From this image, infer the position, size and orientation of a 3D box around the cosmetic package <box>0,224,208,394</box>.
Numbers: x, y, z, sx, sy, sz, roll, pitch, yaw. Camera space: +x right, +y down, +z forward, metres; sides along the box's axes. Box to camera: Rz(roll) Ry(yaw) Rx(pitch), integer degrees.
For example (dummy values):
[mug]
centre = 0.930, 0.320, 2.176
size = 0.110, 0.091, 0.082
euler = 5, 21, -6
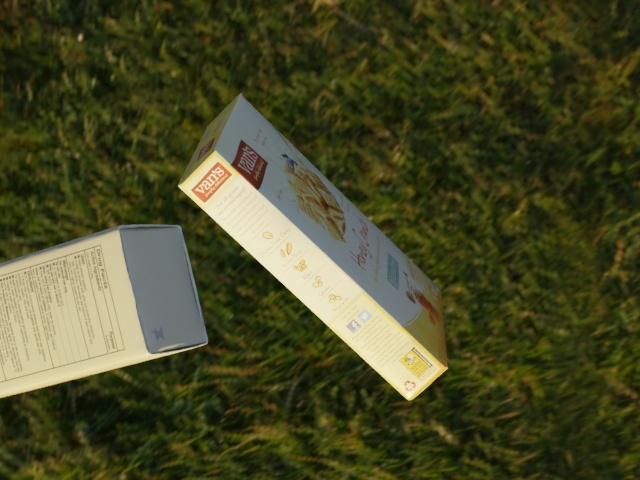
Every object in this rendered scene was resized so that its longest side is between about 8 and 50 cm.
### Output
[cosmetic package]
centre = -0.297, 0.087, 1.650
size = 0.296, 0.129, 0.153
euler = -14, 85, 28

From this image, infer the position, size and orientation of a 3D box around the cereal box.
[cereal box]
centre = 0.000, 0.000, 1.104
size = 0.047, 0.173, 0.240
euler = -43, 103, 16
